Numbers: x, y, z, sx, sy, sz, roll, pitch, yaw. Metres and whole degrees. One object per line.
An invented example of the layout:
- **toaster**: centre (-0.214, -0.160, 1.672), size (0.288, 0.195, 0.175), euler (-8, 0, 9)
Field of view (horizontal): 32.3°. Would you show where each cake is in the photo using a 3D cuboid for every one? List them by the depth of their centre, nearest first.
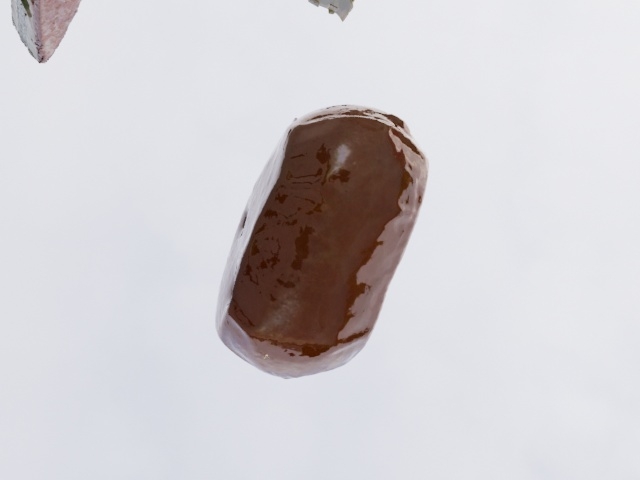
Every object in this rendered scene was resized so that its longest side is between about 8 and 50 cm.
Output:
- **cake**: centre (-0.334, -0.334, 1.408), size (0.116, 0.220, 0.086), euler (-31, -108, -22)

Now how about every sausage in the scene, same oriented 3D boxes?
- **sausage**: centre (-0.001, 0.000, 1.015), size (0.141, 0.153, 0.268), euler (20, -73, -14)

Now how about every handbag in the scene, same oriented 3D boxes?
- **handbag**: centre (0.002, -0.291, 1.270), size (0.083, 0.061, 0.027), euler (27, -105, -5)
